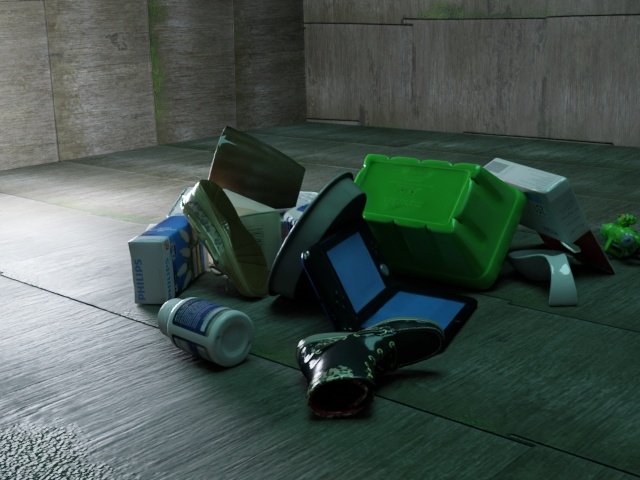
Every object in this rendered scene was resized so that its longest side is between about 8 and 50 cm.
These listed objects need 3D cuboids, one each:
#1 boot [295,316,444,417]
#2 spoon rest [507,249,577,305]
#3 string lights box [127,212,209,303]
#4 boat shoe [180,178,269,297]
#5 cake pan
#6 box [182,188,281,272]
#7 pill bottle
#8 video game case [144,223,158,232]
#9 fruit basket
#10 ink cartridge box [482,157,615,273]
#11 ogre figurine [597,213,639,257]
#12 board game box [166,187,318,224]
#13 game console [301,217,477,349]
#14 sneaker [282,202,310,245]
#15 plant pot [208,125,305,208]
[{"bbox_3d":[0.082,0.191,1.327,0.236,0.085,0.178,-8,17,-1],"label":"boot"},{"bbox_3d":[0.468,0.053,1.819,0.137,0.084,0.276,-1,15,0],"label":"spoon rest"},{"bbox_3d":[-0.317,0.033,1.881,0.076,0.133,0.260,0,15,12],"label":"string lights box"},{"bbox_3d":[-0.200,0.007,1.851,0.089,0.285,0.104,-39,-25,25],"label":"boat shoe"},{"bbox_3d":[0.000,0.000,1.753,0.054,0.293,0.293,33,24,12],"label":"cake pan"},{"bbox_3d":[-0.210,-0.023,2.069,0.121,0.148,0.311,-10,15,-27],"label":"box"},{"bbox_3d":[-0.199,0.148,1.499,0.169,0.094,0.094,13,20,43],"label":"pill bottle"},{"bbox_3d":[-0.389,-0.022,2.329,0.143,0.019,0.157,-2,15,-2],"label":"video game case"},{"bbox_3d":[0.272,-0.028,1.961,0.392,0.283,0.392,23,-19,8],"label":"fruit basket"},{"bbox_3d":[0.497,-0.045,1.971,0.066,0.261,0.296,-36,21,-7],"label":"ink cartridge box"},{"bbox_3d":[0.708,-0.002,1.999,0.118,0.097,0.197,14,28,-10],"label":"ogre figurine"},{"bbox_3d":[-0.199,-0.078,2.425,0.389,0.050,0.390,2,14,-2],"label":"board game box"},{"bbox_3d":[0.134,0.073,1.629,0.173,0.250,0.293,-24,3,27],"label":"game console"},{"bbox_3d":[-0.017,-0.015,2.093,0.182,0.127,0.315,-19,17,36],"label":"sneaker"},{"bbox_3d":[-0.163,-0.166,2.323,0.230,0.215,0.215,16,15,-2],"label":"plant pot"}]
